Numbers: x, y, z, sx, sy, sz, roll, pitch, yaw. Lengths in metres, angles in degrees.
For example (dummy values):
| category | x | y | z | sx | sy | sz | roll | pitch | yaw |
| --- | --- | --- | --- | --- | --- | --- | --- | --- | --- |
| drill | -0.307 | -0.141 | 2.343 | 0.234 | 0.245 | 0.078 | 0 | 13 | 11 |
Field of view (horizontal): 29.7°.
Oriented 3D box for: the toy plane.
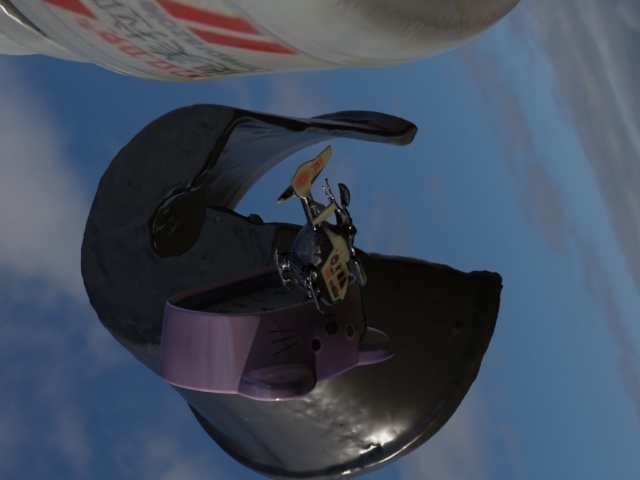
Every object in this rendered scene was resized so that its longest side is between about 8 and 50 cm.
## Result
| category | x | y | z | sx | sy | sz | roll | pitch | yaw |
| --- | --- | --- | --- | --- | --- | --- | --- | --- | --- |
| toy plane | 0.000 | 0.000 | 0.670 | 0.031 | 0.049 | 0.121 | 35 | 158 | 33 |

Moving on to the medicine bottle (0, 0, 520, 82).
| category | x | y | z | sx | sy | sz | roll | pitch | yaw |
| --- | --- | --- | --- | --- | --- | --- | --- | --- | --- |
| medicine bottle | -0.064 | -0.194 | 0.546 | 0.245 | 0.306 | 0.245 | -3 | -86 | -46 |

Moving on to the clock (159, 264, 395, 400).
| category | x | y | z | sx | sy | sz | roll | pitch | yaw |
| --- | --- | --- | --- | --- | --- | --- | --- | --- | --- |
| clock | -0.025 | 0.056 | 0.791 | 0.152 | 0.110 | 0.050 | -17 | -70 | -50 |

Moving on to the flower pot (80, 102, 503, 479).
| category | x | y | z | sx | sy | sz | roll | pitch | yaw |
| --- | --- | --- | --- | --- | --- | --- | --- | --- | --- |
| flower pot | -0.062 | 0.027 | 1.100 | 0.251 | 0.379 | 0.379 | 24 | -131 | -53 |
